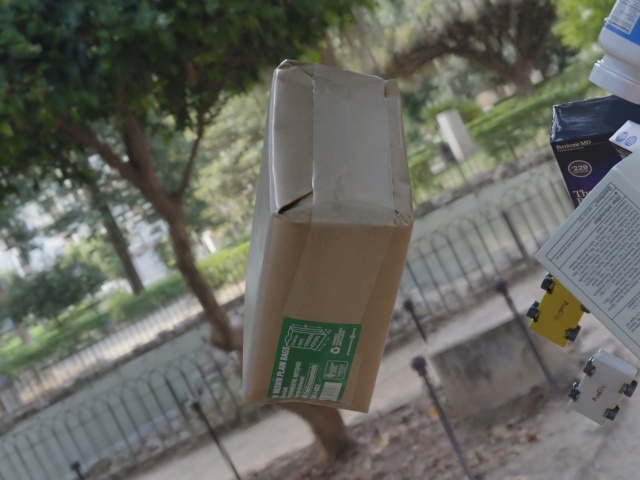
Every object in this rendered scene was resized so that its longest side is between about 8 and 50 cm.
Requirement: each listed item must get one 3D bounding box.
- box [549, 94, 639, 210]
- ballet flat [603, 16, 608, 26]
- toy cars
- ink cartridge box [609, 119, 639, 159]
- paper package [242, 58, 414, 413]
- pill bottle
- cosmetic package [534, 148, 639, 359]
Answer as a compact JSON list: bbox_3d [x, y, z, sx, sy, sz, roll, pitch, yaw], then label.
[{"bbox_3d":[0.537,-0.154,1.844,0.261,0.184,0.103,-9,42,26],"label":"box"},{"bbox_3d":[0.573,-0.375,2.039,0.041,0.114,0.041,-156,90,-83],"label":"ballet flat"},{"bbox_3d":[0.507,0.189,2.091,0.176,0.394,0.087,-3,36,44],"label":"toy cars"},{"bbox_3d":[0.493,-0.092,1.510,0.046,0.097,0.207,-46,30,0],"label":"ink cartridge box"},{"bbox_3d":[0.000,0.000,1.369,0.168,0.325,0.310,6,40,-6],"label":"paper package"},{"bbox_3d":[0.492,-0.321,1.640,0.222,0.124,0.124,-66,-11,19],"label":"pill bottle"},{"bbox_3d":[0.413,0.060,1.231,0.113,0.309,0.160,-29,-20,-50],"label":"cosmetic package"}]
